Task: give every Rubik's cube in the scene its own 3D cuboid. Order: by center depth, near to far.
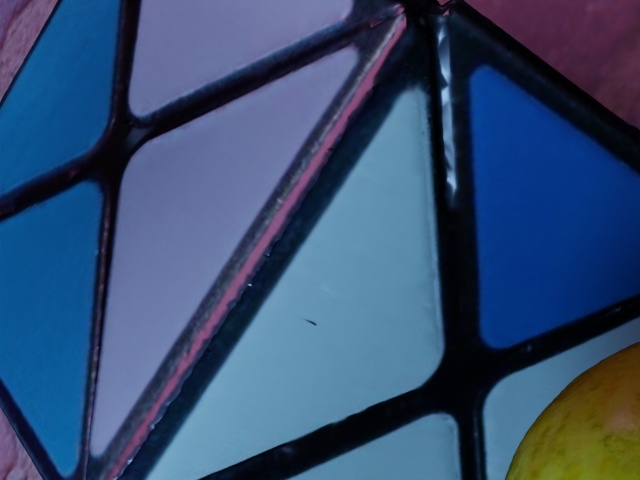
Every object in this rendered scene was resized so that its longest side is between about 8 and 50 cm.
[{"bbox_3d":[0.000,0.000,0.625,0.246,0.250,0.248,-58,39,8],"label":"Rubik's cube"}]

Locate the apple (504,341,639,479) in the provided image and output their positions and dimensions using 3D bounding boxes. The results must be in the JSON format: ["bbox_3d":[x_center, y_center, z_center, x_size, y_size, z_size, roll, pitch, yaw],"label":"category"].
[{"bbox_3d":[0.154,0.118,0.474,0.196,0.196,0.196,-20,62,44],"label":"apple"}]
